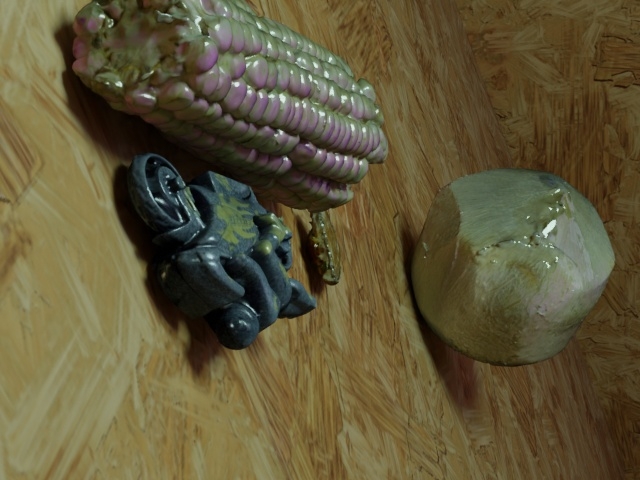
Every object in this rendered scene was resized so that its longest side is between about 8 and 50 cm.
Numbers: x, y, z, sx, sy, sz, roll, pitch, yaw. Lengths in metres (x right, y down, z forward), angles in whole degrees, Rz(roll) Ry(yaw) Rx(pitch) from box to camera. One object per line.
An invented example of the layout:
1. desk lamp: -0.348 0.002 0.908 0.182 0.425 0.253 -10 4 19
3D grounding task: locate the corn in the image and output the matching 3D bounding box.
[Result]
1. corn: -0.054 -0.103 0.840 0.335 0.126 0.127 23 51 -65

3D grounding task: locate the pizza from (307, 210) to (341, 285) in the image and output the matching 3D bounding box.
1. pizza: -0.001 0.001 1.058 0.083 0.025 0.078 -64 140 -77

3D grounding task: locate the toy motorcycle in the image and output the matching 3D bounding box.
1. toy motorcycle: -0.058 0.016 0.783 0.193 0.061 0.124 27 42 -61

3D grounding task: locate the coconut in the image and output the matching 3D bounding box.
1. coconut: 0.222 0.020 1.392 0.227 0.227 0.230 -86 -170 -52
